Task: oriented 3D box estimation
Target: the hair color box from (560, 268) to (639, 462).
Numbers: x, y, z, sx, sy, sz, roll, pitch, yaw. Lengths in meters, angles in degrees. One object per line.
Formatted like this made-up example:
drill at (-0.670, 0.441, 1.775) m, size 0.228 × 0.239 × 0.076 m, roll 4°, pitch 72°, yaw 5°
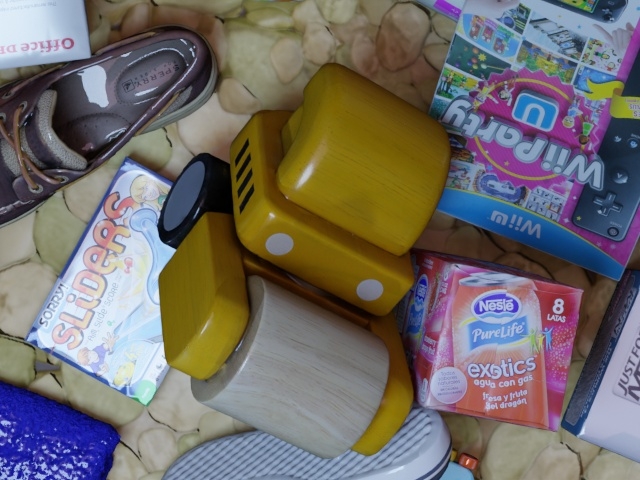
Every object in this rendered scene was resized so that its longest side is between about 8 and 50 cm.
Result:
hair color box at (0.425, 0.168, 1.682) m, size 0.347 × 0.105 × 0.174 m, roll 23°, pitch 90°, yaw -3°

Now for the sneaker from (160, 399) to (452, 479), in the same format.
sneaker at (0.005, 0.233, 1.610) m, size 0.321 × 0.126 × 0.127 m, roll -14°, pitch 118°, yaw 39°

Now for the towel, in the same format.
towel at (-0.368, 0.230, 1.666) m, size 0.308 × 0.076 × 0.228 m, roll 20°, pitch 91°, yaw -3°

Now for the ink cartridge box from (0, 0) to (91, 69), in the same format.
ink cartridge box at (-0.283, -0.252, 1.609) m, size 0.128 × 0.127 × 0.176 m, roll -7°, pitch 106°, yaw -7°

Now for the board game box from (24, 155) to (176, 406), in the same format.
board game box at (-0.175, 0.039, 1.689) m, size 0.136 × 0.035 × 0.201 m, roll 28°, pitch 90°, yaw -3°

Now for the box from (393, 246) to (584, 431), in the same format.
box at (0.140, 0.083, 1.590) m, size 0.122 × 0.257 × 0.128 m, roll 10°, pitch 92°, yaw -7°

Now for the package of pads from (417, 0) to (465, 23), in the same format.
package of pads at (0.239, -0.312, 1.664) m, size 0.229 × 0.101 × 0.297 m, roll 30°, pitch 91°, yaw -2°

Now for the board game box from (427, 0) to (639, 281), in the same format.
board game box at (0.225, -0.140, 1.580) m, size 0.224 × 0.097 × 0.303 m, roll 21°, pitch 127°, yaw 7°

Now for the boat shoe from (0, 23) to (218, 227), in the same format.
boat shoe at (-0.253, -0.103, 1.638) m, size 0.342 × 0.123 × 0.123 m, roll -26°, pitch 92°, yaw -2°

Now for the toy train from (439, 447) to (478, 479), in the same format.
toy train at (0.084, 0.261, 1.703) m, size 0.166 × 0.046 × 0.125 m, roll -18°, pitch 93°, yaw 1°

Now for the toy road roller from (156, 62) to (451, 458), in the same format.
toy road roller at (0.000, 0.000, 1.527) m, size 0.202 × 0.329 × 0.240 m, roll 27°, pitch 118°, yaw -23°
